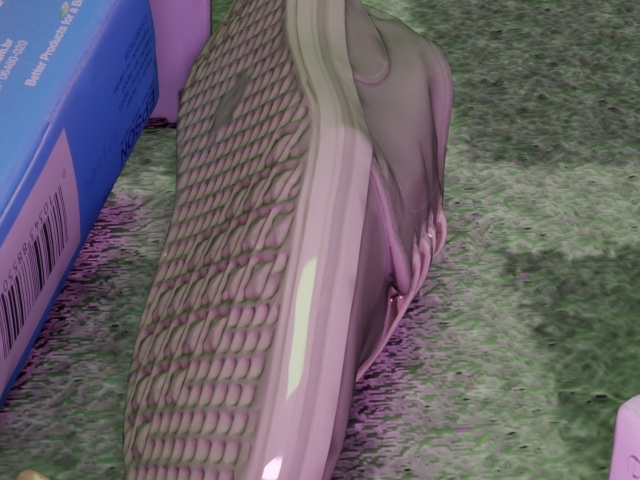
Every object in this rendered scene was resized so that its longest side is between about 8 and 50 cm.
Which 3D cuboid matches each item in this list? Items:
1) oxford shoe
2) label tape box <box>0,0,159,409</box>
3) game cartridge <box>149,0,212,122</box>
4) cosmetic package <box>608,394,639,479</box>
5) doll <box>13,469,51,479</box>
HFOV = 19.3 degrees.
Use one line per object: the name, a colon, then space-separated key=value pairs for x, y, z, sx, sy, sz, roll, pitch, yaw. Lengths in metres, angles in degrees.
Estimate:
oxford shoe: x=0.000 y=0.000 z=0.903 sx=0.130 sy=0.169 sz=0.449 roll=33 pitch=28 yaw=-17
label tape box: x=-0.286 y=-0.057 z=0.947 sx=0.348 sy=0.115 sz=0.249 roll=9 pitch=48 yaw=13
game cartridge: x=-0.211 y=-0.160 z=1.094 sx=0.297 sy=0.198 sz=0.062 roll=-1 pitch=28 yaw=-5
cosmetic package: x=0.193 y=0.171 z=0.540 sx=0.138 sy=0.224 sz=0.225 roll=-18 pitch=36 yaw=-30
doll: x=-0.134 y=0.167 z=0.702 sx=0.129 sy=0.046 sz=0.189 roll=31 pitch=39 yaw=7
